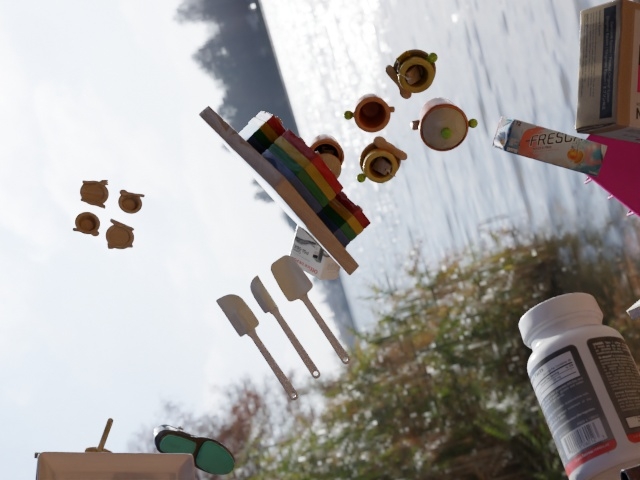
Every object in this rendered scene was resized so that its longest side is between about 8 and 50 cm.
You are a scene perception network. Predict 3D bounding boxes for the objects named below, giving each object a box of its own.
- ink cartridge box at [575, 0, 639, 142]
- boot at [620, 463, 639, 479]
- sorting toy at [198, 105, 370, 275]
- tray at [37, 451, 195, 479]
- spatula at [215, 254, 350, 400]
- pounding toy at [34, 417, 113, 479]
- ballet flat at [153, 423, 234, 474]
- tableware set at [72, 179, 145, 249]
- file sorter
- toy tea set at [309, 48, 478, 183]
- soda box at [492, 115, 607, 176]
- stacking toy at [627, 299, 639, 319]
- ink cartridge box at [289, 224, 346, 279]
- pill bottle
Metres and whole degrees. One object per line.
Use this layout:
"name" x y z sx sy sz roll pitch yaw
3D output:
"ink cartridge box" 0.511 -0.252 1.439 0.088 0.234 0.193 -3 84 58
"boot" 0.480 0.273 1.182 0.090 0.206 0.249 107 153 -60
"sorting toy" -0.043 -0.102 1.483 0.255 0.089 0.257 45 177 43
"tray" -0.345 0.432 1.575 0.030 0.270 0.145 119 150 -45
"spatula" -0.059 0.164 1.714 0.242 0.168 0.019 56 180 -8
"pounding toy" -0.502 0.433 1.865 0.269 0.154 0.155 138 136 -76
"ballet flat" -0.268 0.434 1.943 0.203 0.074 0.074 31 -151 -35
"tableware set" -0.468 -0.059 2.034 0.020 0.141 0.169 129 151 -56
"file sorter" 0.799 -0.180 2.357 0.290 0.202 0.182 40 -178 8
"toy tea set" 0.131 -0.202 1.791 0.200 0.336 0.124 45 -164 -21
"soda box" 0.392 -0.161 1.587 0.063 0.183 0.058 -133 57 -73
"stacking toy" 0.754 0.090 1.735 0.130 0.279 0.309 56 139 1
"ink cartridge box" 0.000 0.000 1.851 0.099 0.056 0.135 27 108 39
"pill bottle" 0.546 0.301 1.876 0.210 0.210 0.363 73 -178 -58
